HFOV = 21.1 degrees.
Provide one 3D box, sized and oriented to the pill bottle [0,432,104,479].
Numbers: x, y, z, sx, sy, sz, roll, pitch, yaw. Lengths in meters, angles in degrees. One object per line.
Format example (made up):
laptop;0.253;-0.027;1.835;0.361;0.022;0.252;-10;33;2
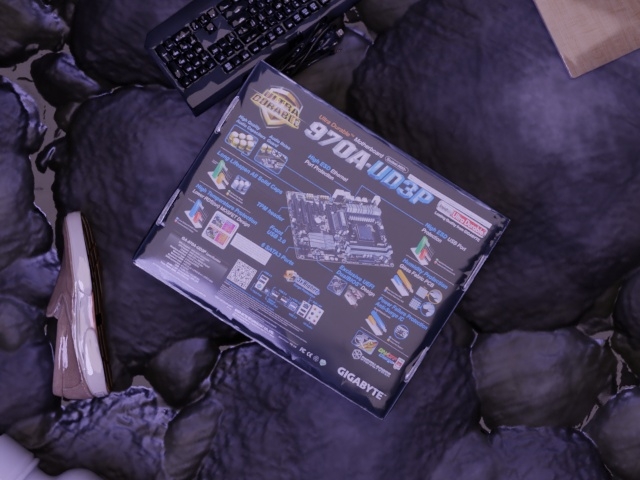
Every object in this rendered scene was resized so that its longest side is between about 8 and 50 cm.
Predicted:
pill bottle;-0.158;0.234;1.175;0.221;0.124;0.124;40;79;-1

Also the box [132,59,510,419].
box;0.000;0.000;1.250;0.220;0.051;0.175;32;90;-2

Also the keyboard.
keyboard;-0.030;-0.169;1.289;0.192;0.038;0.100;-37;89;-10

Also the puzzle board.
puzzle board;0.209;-0.201;1.339;0.096;0.011;0.128;-25;86;-9

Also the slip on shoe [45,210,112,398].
slip on shoe;-0.179;0.047;1.237;0.041;0.051;0.135;-8;90;3
